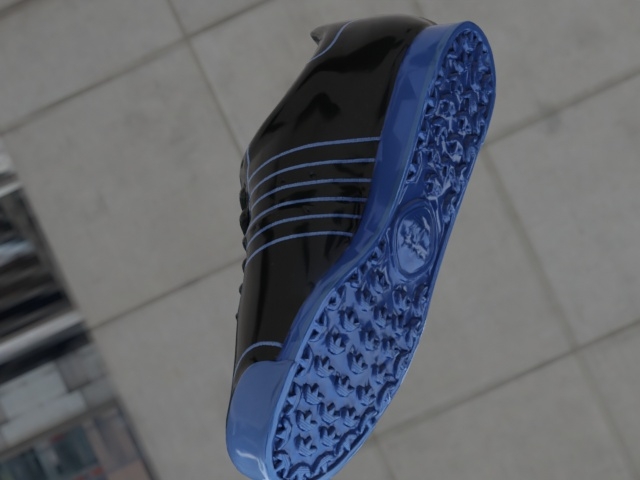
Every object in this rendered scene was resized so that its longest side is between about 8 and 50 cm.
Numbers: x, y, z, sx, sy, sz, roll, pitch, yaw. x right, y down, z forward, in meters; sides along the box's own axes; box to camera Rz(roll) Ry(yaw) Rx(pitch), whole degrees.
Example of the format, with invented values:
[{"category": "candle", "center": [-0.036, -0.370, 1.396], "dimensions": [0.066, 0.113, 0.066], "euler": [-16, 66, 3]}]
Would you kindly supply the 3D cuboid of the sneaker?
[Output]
[{"category": "sneaker", "center": [0.000, 0.000, 0.750], "dimensions": [0.090, 0.081, 0.232], "euler": [8, -117, 36]}]
